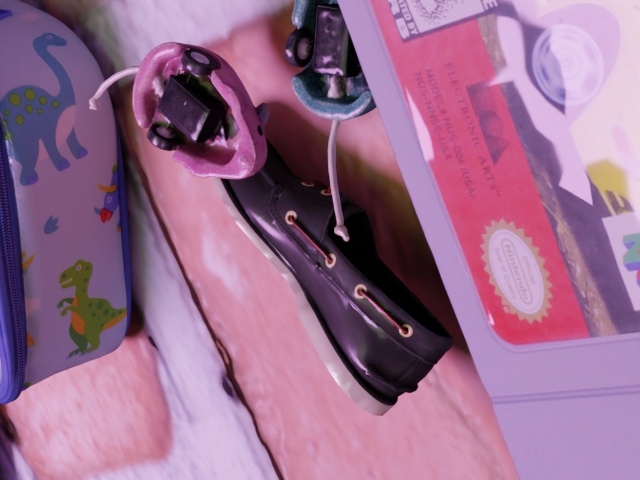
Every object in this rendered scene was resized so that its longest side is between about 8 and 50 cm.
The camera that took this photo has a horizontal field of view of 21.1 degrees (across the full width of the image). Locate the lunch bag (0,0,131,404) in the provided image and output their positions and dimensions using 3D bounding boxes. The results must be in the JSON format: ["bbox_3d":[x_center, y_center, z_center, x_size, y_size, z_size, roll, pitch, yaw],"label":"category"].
[{"bbox_3d":[-0.185,-0.039,0.789,0.219,0.090,0.176,26,126,38],"label":"lunch bag"}]

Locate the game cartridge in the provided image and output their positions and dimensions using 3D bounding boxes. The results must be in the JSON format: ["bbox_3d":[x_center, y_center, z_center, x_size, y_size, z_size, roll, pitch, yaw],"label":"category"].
[{"bbox_3d":[0.096,-0.049,0.474,0.196,0.060,0.294,-14,100,49],"label":"game cartridge"}]

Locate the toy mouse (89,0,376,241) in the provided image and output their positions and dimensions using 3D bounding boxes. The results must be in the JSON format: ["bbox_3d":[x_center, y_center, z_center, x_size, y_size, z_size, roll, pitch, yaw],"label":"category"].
[{"bbox_3d":[-0.016,-0.064,0.597,0.161,0.031,0.143,-39,74,35],"label":"toy mouse"}]

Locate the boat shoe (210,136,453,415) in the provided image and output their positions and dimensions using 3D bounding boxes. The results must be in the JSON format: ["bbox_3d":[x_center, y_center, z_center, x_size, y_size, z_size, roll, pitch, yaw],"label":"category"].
[{"bbox_3d":[0.001,0.000,0.627,0.042,0.049,0.133,-43,62,16],"label":"boat shoe"}]
